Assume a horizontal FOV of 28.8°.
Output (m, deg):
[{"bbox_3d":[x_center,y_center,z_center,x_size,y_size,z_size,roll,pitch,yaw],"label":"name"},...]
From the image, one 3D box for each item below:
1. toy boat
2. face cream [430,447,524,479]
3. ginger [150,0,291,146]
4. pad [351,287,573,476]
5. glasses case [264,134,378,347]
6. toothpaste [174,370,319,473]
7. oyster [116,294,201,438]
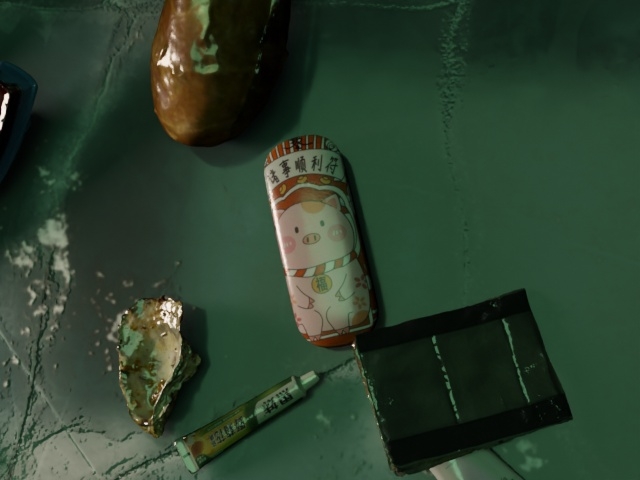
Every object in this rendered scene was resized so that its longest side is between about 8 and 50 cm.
[{"bbox_3d":[-0.441,-0.128,1.636,0.100,0.097,0.223,33,105,11],"label":"toy boat"},{"bbox_3d":[0.159,0.256,1.477,0.092,0.058,0.244,-42,81,-9],"label":"face cream"},{"bbox_3d":[-0.115,-0.271,1.549,0.165,0.172,0.321,21,87,13],"label":"ginger"},{"bbox_3d":[0.165,0.163,1.467,0.233,0.022,0.174,-16,76,-14],"label":"pad"},{"bbox_3d":[0.000,0.000,1.538,0.103,0.067,0.267,-15,79,7],"label":"glasses case"},{"bbox_3d":[-0.088,0.219,1.543,0.204,0.031,0.049,-32,77,8],"label":"toothpaste"},{"bbox_3d":[-0.204,0.158,1.563,0.105,0.056,0.177,-10,79,22],"label":"oyster"}]
